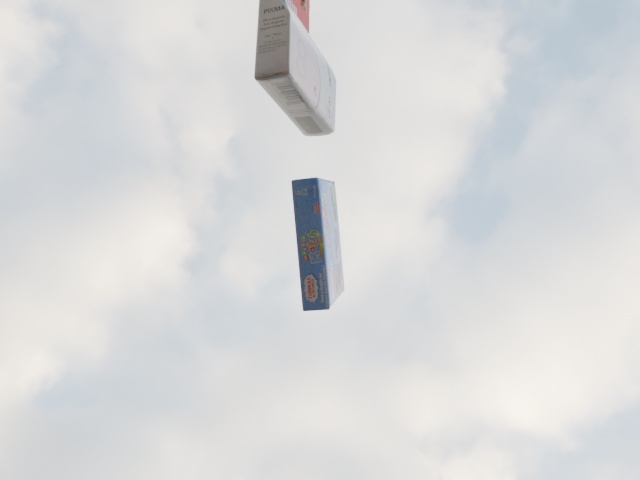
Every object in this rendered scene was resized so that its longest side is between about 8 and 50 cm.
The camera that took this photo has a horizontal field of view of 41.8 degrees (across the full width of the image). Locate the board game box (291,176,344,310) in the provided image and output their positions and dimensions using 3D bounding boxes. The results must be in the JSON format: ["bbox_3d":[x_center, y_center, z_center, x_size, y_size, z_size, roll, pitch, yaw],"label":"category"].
[{"bbox_3d":[0.000,0.000,1.103,0.039,0.211,0.160,-5,-88,6],"label":"board game box"}]

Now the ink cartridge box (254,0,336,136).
[{"bbox_3d":[-0.028,-0.286,1.156,0.066,0.189,0.232,0,-106,20],"label":"ink cartridge box"}]
